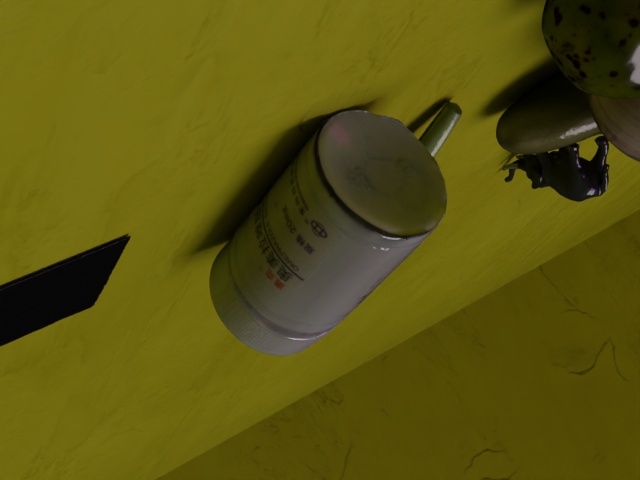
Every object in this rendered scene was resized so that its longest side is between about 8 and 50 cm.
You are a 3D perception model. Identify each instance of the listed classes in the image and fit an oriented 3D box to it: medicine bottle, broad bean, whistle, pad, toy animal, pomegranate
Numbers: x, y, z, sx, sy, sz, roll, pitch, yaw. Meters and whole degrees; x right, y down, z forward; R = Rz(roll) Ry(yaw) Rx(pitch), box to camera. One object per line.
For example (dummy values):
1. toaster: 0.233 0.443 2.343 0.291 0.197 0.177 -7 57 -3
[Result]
1. medicine bottle: 0.000 0.000 1.582 0.190 0.190 0.332 -22 163 -40
2. broad bean: 0.390 -0.210 1.887 0.263 0.121 0.189 -18 -159 -10
3. whistle: 0.118 -0.063 1.764 0.294 0.141 0.141 -39 166 23
4. pad: -0.372 0.090 1.434 0.300 0.005 0.202 -25 165 -33
5. toy animal: 0.416 -0.145 2.208 0.082 0.137 0.269 -29 -153 -28
6. pomegranate: 0.370 -0.266 1.500 0.198 0.198 0.246 -34 171 5

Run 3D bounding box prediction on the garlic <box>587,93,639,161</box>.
1. garlic: 0.495 -0.235 1.674 0.259 0.317 0.317 13 159 -3
